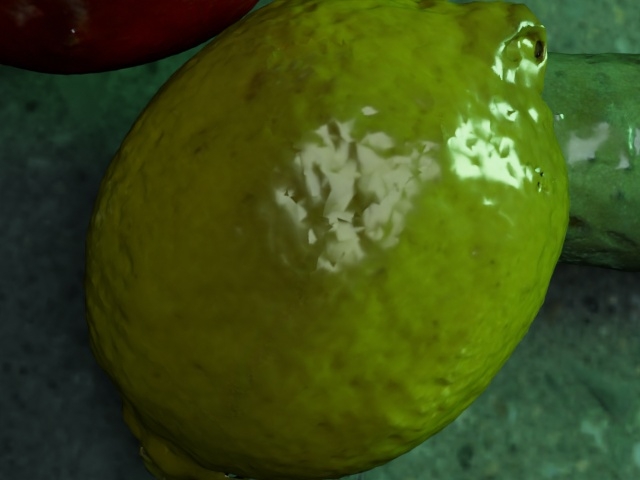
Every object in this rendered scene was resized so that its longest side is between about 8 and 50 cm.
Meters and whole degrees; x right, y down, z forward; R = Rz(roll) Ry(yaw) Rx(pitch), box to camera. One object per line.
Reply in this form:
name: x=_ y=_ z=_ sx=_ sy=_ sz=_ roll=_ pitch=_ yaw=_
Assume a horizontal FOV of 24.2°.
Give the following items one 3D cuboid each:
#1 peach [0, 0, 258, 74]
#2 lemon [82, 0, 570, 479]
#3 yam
peach: x=-0.097 y=-0.155 z=0.619 sx=0.197 sy=0.197 sz=0.197 roll=2 pitch=83 yaw=-14
lemon: x=0.000 y=0.000 z=0.625 sx=0.188 sy=0.188 sz=0.257 roll=39 pitch=104 yaw=-7
yam: x=0.171 y=-0.036 z=0.721 sx=0.194 sy=0.107 sz=0.107 roll=3 pitch=82 yaw=-13
